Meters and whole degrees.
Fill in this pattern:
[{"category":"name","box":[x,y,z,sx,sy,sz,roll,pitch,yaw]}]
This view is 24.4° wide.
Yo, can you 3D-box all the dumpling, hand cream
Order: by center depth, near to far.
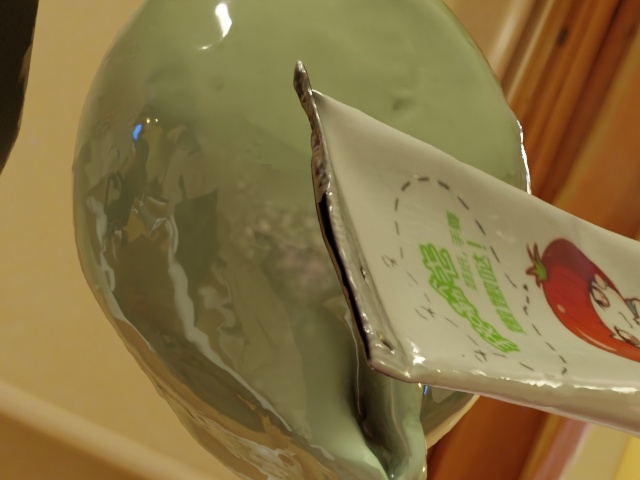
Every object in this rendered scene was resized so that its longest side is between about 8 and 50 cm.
[{"category":"hand cream","box":[0.114,0.032,0.571,0.336,0.076,0.121,20,38,-43]},{"category":"dumpling","box":[0.008,-0.003,0.743,0.212,0.320,0.270,5,-26,42]}]

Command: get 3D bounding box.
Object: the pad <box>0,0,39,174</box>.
[{"category":"pad","box":[-0.107,-0.045,0.451,0.003,0.143,0.211,18,-37,-4]}]
